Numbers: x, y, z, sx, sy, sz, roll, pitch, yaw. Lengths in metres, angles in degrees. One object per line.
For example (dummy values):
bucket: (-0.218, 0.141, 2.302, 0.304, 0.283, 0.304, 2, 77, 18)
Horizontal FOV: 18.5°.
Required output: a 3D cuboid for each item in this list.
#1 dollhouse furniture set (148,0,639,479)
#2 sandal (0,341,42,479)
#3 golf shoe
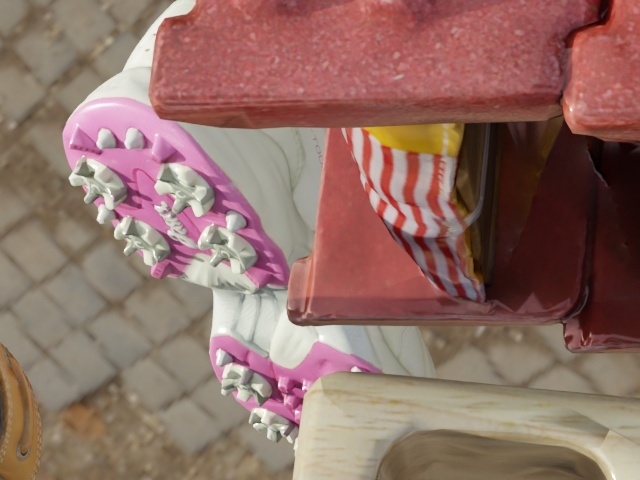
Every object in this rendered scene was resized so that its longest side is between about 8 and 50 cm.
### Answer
dollhouse furniture set: (0.047, 0.069, 0.404, 0.152, 0.374, 0.201, 4, 164, 8)
sandal: (-0.100, 0.051, 0.529, 0.072, 0.049, 0.180, 16, 144, 29)
golf shoe: (0.000, 0.000, 0.914, 0.115, 0.140, 0.306, 10, 148, 30)
